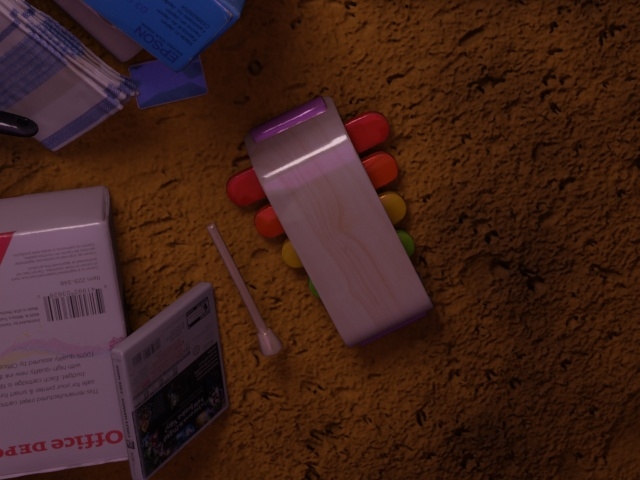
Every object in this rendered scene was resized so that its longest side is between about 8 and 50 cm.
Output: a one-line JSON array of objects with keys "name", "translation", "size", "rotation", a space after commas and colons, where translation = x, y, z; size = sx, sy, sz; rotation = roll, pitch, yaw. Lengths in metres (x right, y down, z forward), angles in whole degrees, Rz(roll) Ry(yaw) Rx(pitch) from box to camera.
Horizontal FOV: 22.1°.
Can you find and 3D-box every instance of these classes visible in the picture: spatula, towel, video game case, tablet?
[{"name": "spatula", "translation": [-0.455, -0.161, 1.802], "size": [0.296, 0.084, 0.030], "rotation": [17, 130, -11]}, {"name": "towel", "translation": [-0.348, -0.212, 1.765], "size": [0.285, 0.209, 0.034], "rotation": [38, 58, -19]}, {"name": "video game case", "translation": [-0.175, 0.165, 1.934], "size": [0.022, 0.190, 0.173], "rotation": [7, 116, 28]}, {"name": "tablet", "translation": [-0.174, -0.184, 1.874], "size": [0.083, 0.006, 0.054], "rotation": [-13, 113, -2]}]

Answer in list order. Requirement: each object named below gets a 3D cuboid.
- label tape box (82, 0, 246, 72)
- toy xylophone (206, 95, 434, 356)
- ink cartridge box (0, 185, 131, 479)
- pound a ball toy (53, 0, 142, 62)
[{"name": "label tape box", "translation": [-0.171, -0.357, 1.658], "size": [0.240, 0.334, 0.106], "rotation": [37, 127, -19]}, {"name": "toy xylophone", "translation": [0.000, 0.000, 1.930], "size": [0.236, 0.081, 0.323], "rotation": [-18, 114, 1]}, {"name": "ink cartridge box", "translation": [-0.335, 0.107, 1.909], "size": [0.226, 0.131, 0.306], "rotation": [-7, 115, -5]}, {"name": "pound a ball toy", "translation": [-0.296, -0.314, 1.696], "size": [0.319, 0.208, 0.135], "rotation": [42, 125, -21]}]
